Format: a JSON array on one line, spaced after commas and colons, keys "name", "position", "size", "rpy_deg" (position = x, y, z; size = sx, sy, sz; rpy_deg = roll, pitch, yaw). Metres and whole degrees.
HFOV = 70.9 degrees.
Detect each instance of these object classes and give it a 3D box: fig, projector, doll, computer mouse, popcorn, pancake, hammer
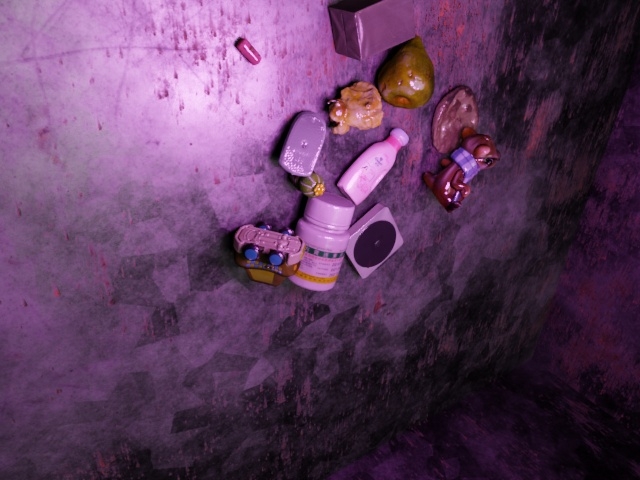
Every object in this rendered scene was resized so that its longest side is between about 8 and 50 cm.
[{"name": "fig", "position": [0.321, -0.619, 1.606], "size": [0.206, 0.206, 0.275], "rpy_deg": [24, 79, -42]}, {"name": "projector", "position": [0.218, 0.002, 1.953], "size": [0.259, 0.079, 0.257], "rpy_deg": [-41, 132, -9]}, {"name": "doll", "position": [0.611, -0.293, 1.911], "size": [0.209, 0.318, 0.340], "rpy_deg": [30, 108, -23]}, {"name": "computer mouse", "position": [-0.057, -0.330, 1.533], "size": [0.127, 0.079, 0.231], "rpy_deg": [24, 86, -11]}, {"name": "popcorn", "position": [0.117, -0.466, 1.564], "size": [0.195, 0.173, 0.169], "rpy_deg": [-11, 86, -2]}, {"name": "pancake", "position": [0.578, -0.515, 1.932], "size": [0.294, 0.049, 0.295], "rpy_deg": [-21, 129, -28]}, {"name": "hammer", "position": [-0.212, -0.562, 1.338], "size": [0.043, 0.043, 0.083], "rpy_deg": [-50, 132, 0]}]

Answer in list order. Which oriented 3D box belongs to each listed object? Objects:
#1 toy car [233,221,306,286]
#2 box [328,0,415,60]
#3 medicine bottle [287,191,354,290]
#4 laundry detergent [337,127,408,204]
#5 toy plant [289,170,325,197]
[{"name": "toy car", "position": [-0.191, 0.067, 1.597], "size": [0.247, 0.204, 0.198], "rpy_deg": [14, 119, 1]}, {"name": "box", "position": [0.167, -0.706, 1.453], "size": [0.231, 0.155, 0.149], "rpy_deg": [-31, 133, -19]}, {"name": "medicine bottle", "position": [0.000, 0.000, 1.707], "size": [0.208, 0.208, 0.340], "rpy_deg": [1, 115, -36]}, {"name": "laundry detergent", "position": [0.214, -0.299, 1.769], "size": [0.335, 0.088, 0.159], "rpy_deg": [-47, 138, -4]}, {"name": "toy plant", "position": [-0.043, -0.206, 1.585], "size": [0.092, 0.162, 0.093], "rpy_deg": [-16, 123, -27]}]
